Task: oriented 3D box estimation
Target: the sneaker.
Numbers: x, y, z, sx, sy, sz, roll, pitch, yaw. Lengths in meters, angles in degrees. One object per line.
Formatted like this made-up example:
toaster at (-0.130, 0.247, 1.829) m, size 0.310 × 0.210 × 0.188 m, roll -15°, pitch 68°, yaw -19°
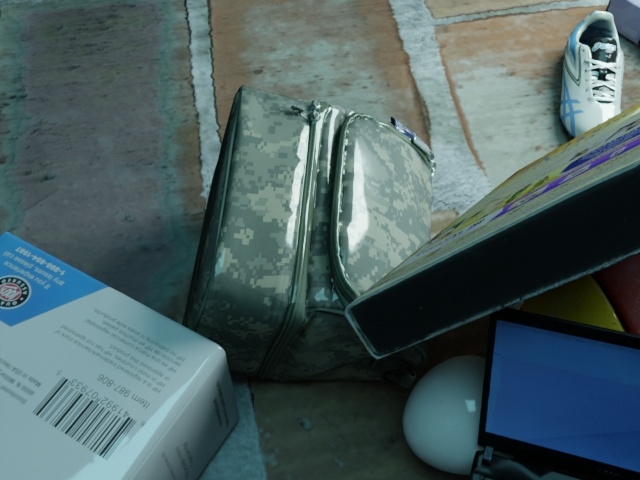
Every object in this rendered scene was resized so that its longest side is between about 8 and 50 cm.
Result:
sneaker at (0.379, -0.222, 1.088) m, size 0.085 × 0.086 × 0.237 m, roll 6°, pitch 56°, yaw 4°

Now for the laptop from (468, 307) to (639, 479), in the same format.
laptop at (0.223, 0.218, 0.621) m, size 0.234 × 0.136 × 0.264 m, roll 11°, pitch 68°, yaw 22°

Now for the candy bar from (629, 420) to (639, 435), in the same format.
candy bar at (0.317, 0.189, 0.658) m, size 0.161 × 0.040 × 0.018 m, roll 43°, pitch 39°, yaw -4°

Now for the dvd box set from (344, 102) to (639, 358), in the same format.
dvd box set at (0.244, -0.047, 0.759) m, size 0.420 × 0.307 × 0.062 m, roll -33°, pitch 92°, yaw -50°

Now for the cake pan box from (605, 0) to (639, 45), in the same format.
cake pan box at (0.599, -0.337, 1.176) m, size 0.267 × 0.070 × 0.246 m, roll -32°, pitch 57°, yaw -19°

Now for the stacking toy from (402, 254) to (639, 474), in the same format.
stacking toy at (0.305, 0.108, 0.759) m, size 0.479 × 0.351 × 0.351 m, roll -21°, pitch 55°, yaw 5°

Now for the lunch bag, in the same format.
lunch bag at (0.000, 0.000, 0.875) m, size 0.256 × 0.212 × 0.305 m, roll 13°, pitch 55°, yaw -11°

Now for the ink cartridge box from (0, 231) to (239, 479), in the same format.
ink cartridge box at (-0.306, 0.226, 0.736) m, size 0.285 × 0.166 × 0.395 m, roll 25°, pitch 58°, yaw 19°
